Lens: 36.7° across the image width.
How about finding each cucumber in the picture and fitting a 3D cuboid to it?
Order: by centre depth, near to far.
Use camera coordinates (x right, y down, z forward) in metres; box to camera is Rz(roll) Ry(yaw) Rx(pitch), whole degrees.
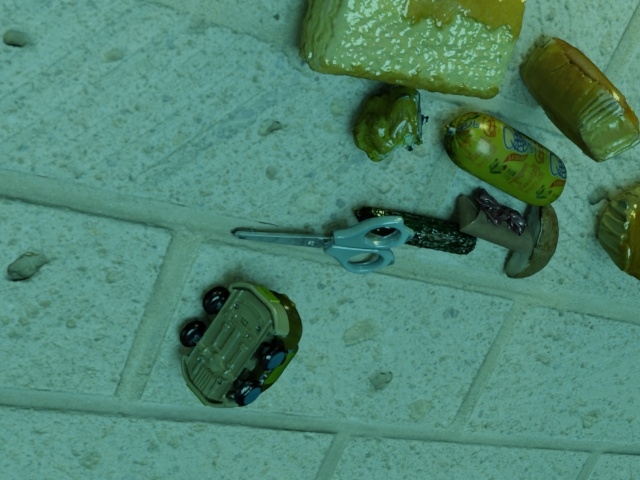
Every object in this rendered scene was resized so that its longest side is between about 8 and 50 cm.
[{"bbox_3d":[0.192,-0.021,1.971,0.293,0.067,0.068,11,112,-31],"label":"cucumber"}]

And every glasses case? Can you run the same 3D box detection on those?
[{"bbox_3d":[0.379,-0.051,2.033,0.193,0.102,0.070,19,152,-34],"label":"glasses case"}]

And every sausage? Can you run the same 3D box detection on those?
[{"bbox_3d":[0.380,-0.161,1.948,0.347,0.123,0.123,22,106,-34],"label":"sausage"}]

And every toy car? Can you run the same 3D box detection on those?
[{"bbox_3d":[-0.133,0.206,1.884,0.248,0.204,0.198,-56,150,13],"label":"toy car"}]

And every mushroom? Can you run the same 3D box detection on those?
[{"bbox_3d":[0.478,-0.003,2.125,0.094,0.072,0.210,0,117,-37],"label":"mushroom"}]

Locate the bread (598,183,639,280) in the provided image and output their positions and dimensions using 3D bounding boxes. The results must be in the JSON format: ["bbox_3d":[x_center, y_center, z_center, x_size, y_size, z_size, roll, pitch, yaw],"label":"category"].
[{"bbox_3d":[0.831,-0.022,2.226,0.388,0.183,0.236,-12,120,-21],"label":"bread"}]

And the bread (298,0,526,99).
[{"bbox_3d":[0.160,-0.388,1.678,0.375,0.165,0.237,3,113,-27],"label":"bread"}]

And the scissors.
[{"bbox_3d":[0.000,-0.001,1.883,0.360,0.029,0.191,6,144,-19],"label":"scissors"}]

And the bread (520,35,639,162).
[{"bbox_3d":[0.496,-0.271,1.849,0.119,0.288,0.152,-38,128,10],"label":"bread"}]

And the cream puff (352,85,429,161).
[{"bbox_3d":[0.126,-0.215,1.786,0.156,0.156,0.121,-21,94,-15],"label":"cream puff"}]
